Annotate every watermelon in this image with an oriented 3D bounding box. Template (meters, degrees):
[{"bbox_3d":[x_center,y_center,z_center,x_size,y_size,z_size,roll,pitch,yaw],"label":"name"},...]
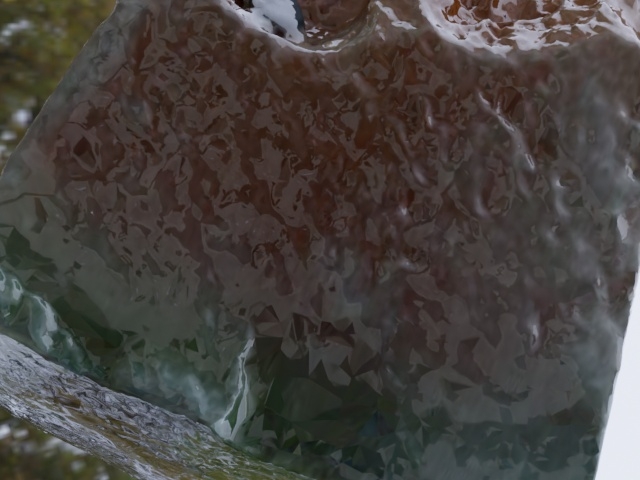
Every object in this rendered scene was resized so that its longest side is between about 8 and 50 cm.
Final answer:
[{"bbox_3d":[-0.003,0.009,0.724,0.264,0.151,0.302,18,-77,-1],"label":"watermelon"}]
